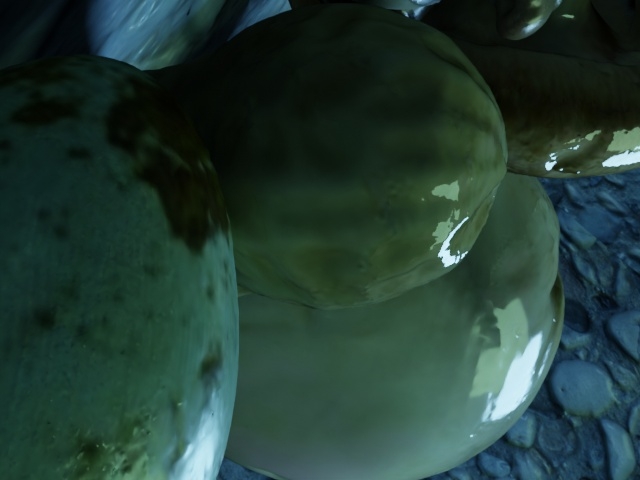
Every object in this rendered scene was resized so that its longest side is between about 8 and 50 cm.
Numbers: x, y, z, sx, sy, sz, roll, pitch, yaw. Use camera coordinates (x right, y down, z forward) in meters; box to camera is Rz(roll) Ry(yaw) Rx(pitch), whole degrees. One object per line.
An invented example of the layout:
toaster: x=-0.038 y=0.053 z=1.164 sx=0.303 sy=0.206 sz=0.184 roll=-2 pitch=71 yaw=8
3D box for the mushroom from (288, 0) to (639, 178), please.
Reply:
mushroom: x=0.103 y=-0.143 z=0.880 sx=0.278 sy=0.278 sz=0.146 roll=-49 pitch=166 yaw=-40

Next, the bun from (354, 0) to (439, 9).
bun: x=0.015 y=-0.165 z=0.601 sx=0.138 sy=0.094 sz=0.138 roll=13 pitch=90 yaw=-68

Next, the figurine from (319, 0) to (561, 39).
figurine: x=0.148 y=-0.238 z=0.715 sx=0.365 sy=0.218 sz=0.206 roll=-47 pitch=-151 yaw=-12

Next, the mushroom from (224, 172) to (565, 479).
mushroom: x=-0.017 y=0.017 z=1.022 sx=0.315 sy=0.356 sz=0.315 roll=-28 pitch=133 yaw=-35

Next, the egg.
egg: x=-0.110 y=0.044 z=0.508 sx=0.169 sy=0.169 sz=0.231 roll=123 pitch=-10 yaw=-80

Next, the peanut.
peanut: x=-0.038 y=-0.028 z=0.645 sx=0.136 sy=0.120 sz=0.298 roll=-11 pitch=-177 yaw=-43
